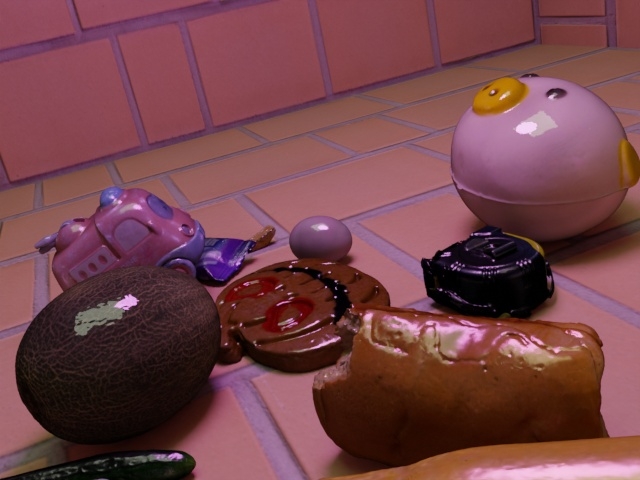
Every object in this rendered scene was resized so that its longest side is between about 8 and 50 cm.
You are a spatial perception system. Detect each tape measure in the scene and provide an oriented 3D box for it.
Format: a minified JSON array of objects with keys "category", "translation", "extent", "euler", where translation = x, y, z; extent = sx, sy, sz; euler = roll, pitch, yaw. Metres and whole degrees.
[{"category":"tape measure","translation":[0.290,0.050,1.162],"extent":[0.199,0.112,0.186],"euler":[-25,27,-27]}]

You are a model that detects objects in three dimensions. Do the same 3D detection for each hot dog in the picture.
[{"category":"hot dog","translation":[-0.140,0.001,1.623],"extent":[0.090,0.034,0.030],"euler":[-36,37,-8]}]

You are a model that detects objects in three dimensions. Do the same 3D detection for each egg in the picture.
[{"category":"egg","translation":[0.000,0.000,1.449],"extent":[0.134,0.103,0.103],"euler":[-2,23,21]}]

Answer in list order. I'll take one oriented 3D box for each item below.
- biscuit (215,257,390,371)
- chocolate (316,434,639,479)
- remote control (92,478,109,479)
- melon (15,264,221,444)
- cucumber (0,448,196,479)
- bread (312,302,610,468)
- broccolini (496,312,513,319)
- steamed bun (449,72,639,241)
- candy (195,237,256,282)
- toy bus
[{"category":"biscuit","translation":[-0.056,0.120,1.239],"extent":[0.314,0.063,0.367],"euler":[-21,24,-25]},{"category":"chocolate","translation":[0.199,0.268,0.642],"extent":[0.445,0.162,0.162],"euler":[-9,21,20]},{"category":"remote control","translation":[-0.175,0.345,0.725],"extent":[0.335,0.066,0.128],"euler":[5,29,37]},{"category":"melon","translation":[-0.282,0.157,1.019],"extent":[0.237,0.238,0.301],"euler":[10,29,44]},{"category":"cucumber","translation":[-0.301,0.308,0.910],"extent":[0.284,0.056,0.056],"euler":[-9,21,1]},{"category":"bread","translation":[0.153,0.177,0.806],"extent":[0.343,0.195,0.148],"euler":[0,4,29]},{"category":"broccolini","translation":[0.162,0.150,1.063],"extent":[0.271,0.062,0.123],"euler":[-14,29,-12]},{"category":"steamed bun","translation":[0.416,-0.157,1.345],"extent":[0.333,0.334,0.374],"euler":[-12,27,1]},{"category":"candy","translation":[-0.287,0.043,1.554],"extent":[0.275,0.070,0.145],"euler":[1,33,25]},{"category":"toy bus","translation":[-0.386,0.020,1.372],"extent":[0.294,0.232,0.197],"euler":[-38,23,2]}]
